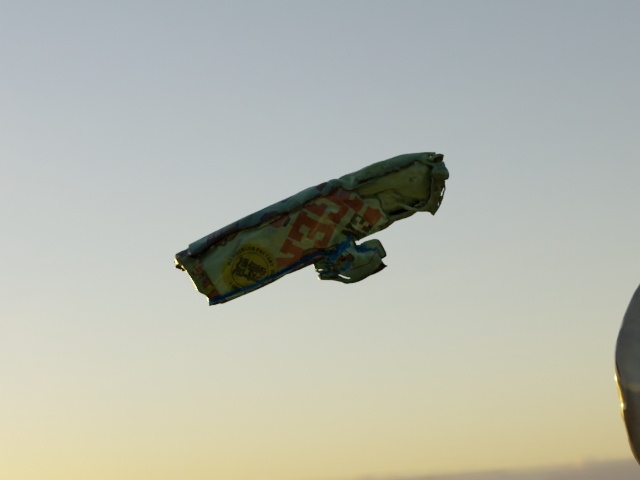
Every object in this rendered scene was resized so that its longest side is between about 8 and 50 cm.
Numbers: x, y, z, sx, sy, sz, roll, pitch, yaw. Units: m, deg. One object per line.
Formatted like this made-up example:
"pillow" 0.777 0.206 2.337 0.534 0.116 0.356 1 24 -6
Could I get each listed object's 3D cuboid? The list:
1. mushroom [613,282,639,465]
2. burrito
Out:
"mushroom" 0.249 0.089 0.501 0.336 0.314 0.314 14 4 35
"burrito" 0.000 0.000 1.746 0.288 0.104 0.054 -24 3 5
